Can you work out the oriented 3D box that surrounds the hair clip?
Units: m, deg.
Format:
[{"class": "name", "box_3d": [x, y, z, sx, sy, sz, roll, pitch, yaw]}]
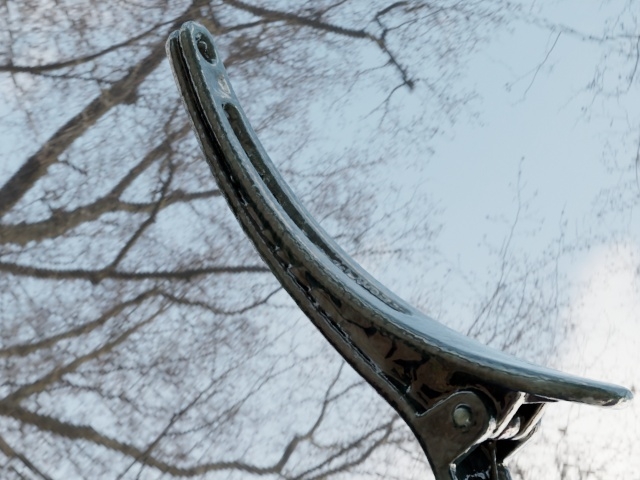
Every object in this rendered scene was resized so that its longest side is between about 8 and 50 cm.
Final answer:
[{"class": "hair clip", "box_3d": [0.000, 0.000, 0.464, 0.275, 0.048, 0.083, 46, -65, 32]}]
